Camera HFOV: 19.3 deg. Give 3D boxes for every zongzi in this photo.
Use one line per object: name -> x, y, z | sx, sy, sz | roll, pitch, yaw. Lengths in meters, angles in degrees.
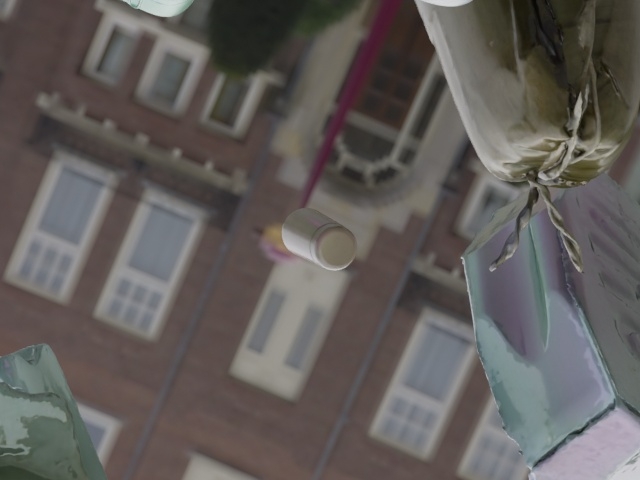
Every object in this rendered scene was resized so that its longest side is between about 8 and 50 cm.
zongzi -> 0.328, -0.241, 1.905 | 0.466, 0.218, 0.500 | -10, -115, -19

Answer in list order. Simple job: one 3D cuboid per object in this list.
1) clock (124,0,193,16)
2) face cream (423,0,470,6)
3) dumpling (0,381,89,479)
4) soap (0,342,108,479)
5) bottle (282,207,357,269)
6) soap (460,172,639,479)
clock -> -0.130, -0.280, 1.469 | 0.148, 0.189, 0.060 | 30, 164, -4
face cream -> 0.126, -0.361, 1.727 | 0.145, 0.370, 0.145 | 7, 156, 3
dumpling -> -0.284, 0.288, 1.363 | 0.270, 0.321, 0.212 | -8, 166, -12
soap -> -0.332, 0.210, 1.627 | 0.160, 0.265, 0.087 | 67, -163, 0
bottle -> 0.000, 0.000, 1.679 | 0.045, 0.045, 0.096 | 20, -177, -22
soap -> 0.298, 0.103, 2.108 | 0.261, 0.156, 0.446 | 39, -151, -28
